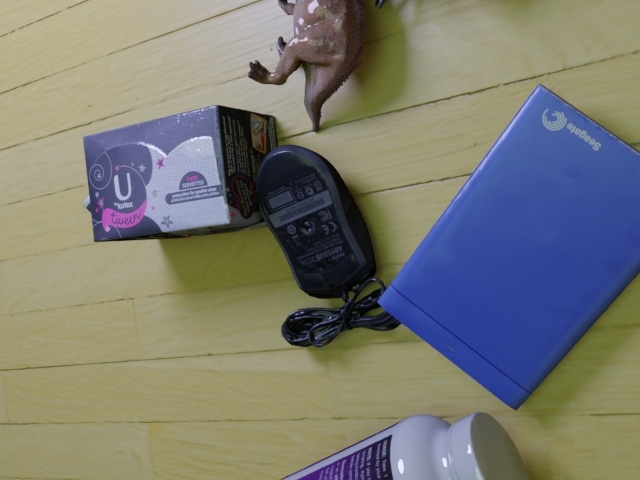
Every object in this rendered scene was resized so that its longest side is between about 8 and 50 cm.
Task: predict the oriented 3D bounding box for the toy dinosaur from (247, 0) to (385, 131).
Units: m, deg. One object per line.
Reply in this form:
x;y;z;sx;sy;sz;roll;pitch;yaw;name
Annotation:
0.019;-0.285;0.954;0.201;0.127;0.295;5;101;23;toy dinosaur

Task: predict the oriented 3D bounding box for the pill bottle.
0.083;0.329;0.911;0.323;0.181;0.181;-33;77;27;pill bottle

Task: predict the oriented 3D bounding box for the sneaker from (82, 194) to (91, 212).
-0.354;-0.072;1.229;0.035;0.031;0.083;49;119;4;sneaker

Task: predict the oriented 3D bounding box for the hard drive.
0.239;0.013;0.864;0.210;0.040;0.318;38;111;10;hard drive

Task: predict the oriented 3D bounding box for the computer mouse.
0.000;0.000;1.011;0.189;0.072;0.272;-17;97;27;computer mouse

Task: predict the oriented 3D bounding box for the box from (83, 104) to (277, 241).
-0.197;-0.086;1.071;0.247;0.142;0.163;-6;89;30;box
